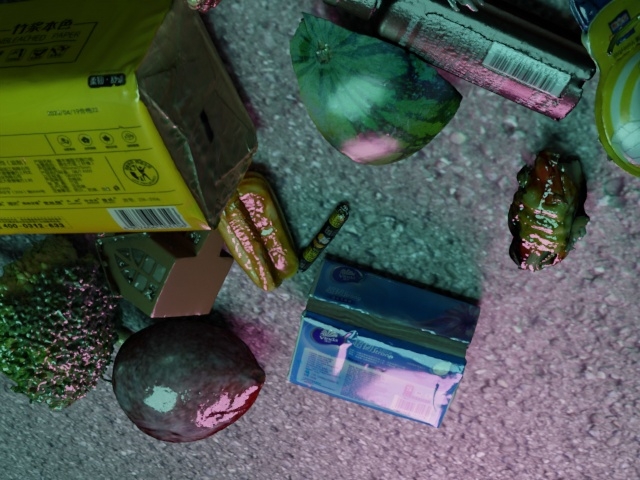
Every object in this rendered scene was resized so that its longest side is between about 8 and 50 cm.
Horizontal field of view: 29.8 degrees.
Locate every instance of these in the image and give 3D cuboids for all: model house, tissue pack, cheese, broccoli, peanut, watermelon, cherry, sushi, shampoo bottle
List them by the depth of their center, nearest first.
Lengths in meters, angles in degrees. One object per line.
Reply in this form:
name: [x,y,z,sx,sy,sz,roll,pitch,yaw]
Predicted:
cheese: [0.369,-0.184,1.376,0.270,0.177,0.069,57,167,-18]
shampoo bottle: [0.164,-0.251,1.427,0.323,0.084,0.129,23,151,-3]
watermelon: [0.075,-0.184,1.480,0.146,0.128,0.231,-7,151,40]
sushi: [0.311,-0.040,1.614,0.097,0.103,0.226,34,152,27]
tissue pack: [-0.320,-0.165,1.620,0.381,0.228,0.293,-1,139,23]
model house: [-0.275,-0.012,1.882,0.248,0.181,0.176,33,105,24]
tissue pack: [0.099,0.164,1.907,0.263,0.146,0.198,18,141,4]
broccoli: [-0.464,0.119,2.032,0.302,0.249,0.375,43,-178,13]
cherry: [-0.233,0.244,2.103,0.300,0.203,0.230,-8,131,17]
peanut: [-0.375,0.177,2.217,0.083,0.037,0.037,27,142,-7]

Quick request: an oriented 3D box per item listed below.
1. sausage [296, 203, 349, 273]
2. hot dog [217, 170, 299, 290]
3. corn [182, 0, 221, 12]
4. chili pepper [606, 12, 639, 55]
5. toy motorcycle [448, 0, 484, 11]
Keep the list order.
sausage: [0.000,0.000,1.848,0.028,0.025,0.198,25,141,-12]
hot dog: [-0.103,-0.023,1.819,0.076,0.102,0.249,46,167,42]
corn: [-0.148,-0.385,1.392,0.092,0.092,0.280,15,145,6]
chili pepper: [0.402,-0.272,1.302,0.204,0.073,0.072,-15,108,19]
toy motorcycle: [0.032,-0.386,1.225,0.401,0.207,0.134,45,165,-34]
